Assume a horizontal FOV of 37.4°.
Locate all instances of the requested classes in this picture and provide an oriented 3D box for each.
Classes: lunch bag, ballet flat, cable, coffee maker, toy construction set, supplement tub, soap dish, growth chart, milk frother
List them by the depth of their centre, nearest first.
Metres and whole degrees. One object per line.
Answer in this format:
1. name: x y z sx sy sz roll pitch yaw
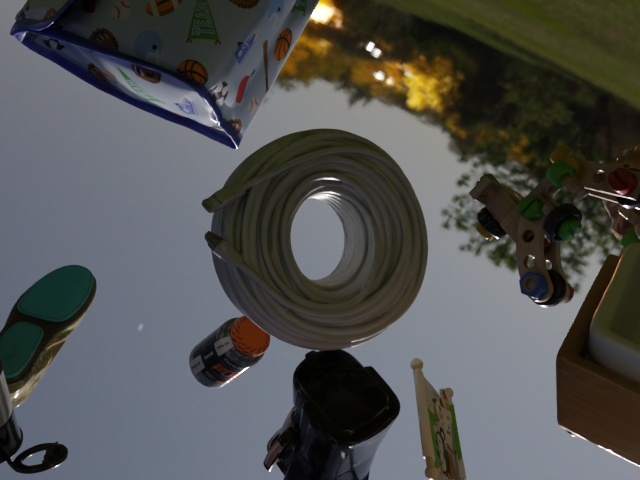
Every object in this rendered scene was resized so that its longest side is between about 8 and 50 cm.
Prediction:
1. soap dish: 0.363 0.134 0.841 0.291 0.118 0.229 25 -148 16
2. cable: 0.000 0.000 1.097 0.257 0.257 0.089 56 154 -14
3. coffee maker: 0.029 0.235 1.116 0.171 0.178 0.120 29 -129 10
4. milk frother: -0.400 0.223 1.192 0.143 0.134 0.129 -7 -143 -10
5. growth chart: 0.151 0.246 1.195 0.237 0.021 0.171 48 -150 -62
6. lunch bag: -0.238 -0.372 1.412 0.386 0.327 0.239 25 166 18
7. toy construction set: 0.385 -0.063 1.476 0.309 0.257 0.237 -9 -138 -32
8. ballet flat: -0.506 0.173 1.676 0.123 0.123 0.348 26 -146 -3
9. supplement tub: -0.199 0.244 2.086 0.117 0.190 0.116 20 -129 -28

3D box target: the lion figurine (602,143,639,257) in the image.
1. lion figurine: 0.594 0.003 1.518 0.142 0.240 0.392 20 -171 -42
